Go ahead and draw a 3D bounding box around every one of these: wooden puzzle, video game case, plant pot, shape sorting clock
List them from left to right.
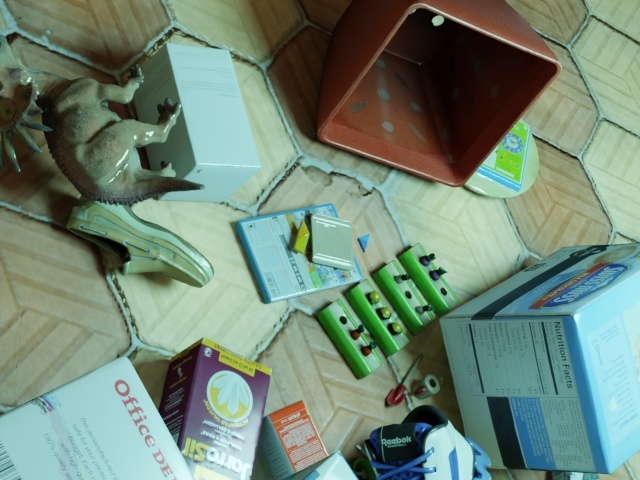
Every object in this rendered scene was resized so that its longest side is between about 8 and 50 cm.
[{"bbox_3d":[-0.027,0.016,1.707,0.166,0.015,0.119,-12,74,-38],"label":"video game case"},{"bbox_3d":[0.014,0.002,1.725,0.116,0.014,0.079,20,60,-25],"label":"wooden puzzle"},{"bbox_3d":[0.154,-0.280,1.875,0.267,0.267,0.236,18,39,-27],"label":"plant pot"},{"bbox_3d":[0.267,-0.159,2.038,0.206,0.040,0.206,11,62,-23],"label":"shape sorting clock"}]

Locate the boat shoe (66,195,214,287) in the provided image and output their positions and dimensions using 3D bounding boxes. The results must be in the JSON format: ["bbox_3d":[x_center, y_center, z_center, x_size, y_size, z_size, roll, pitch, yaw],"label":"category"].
[{"bbox_3d":[-0.223,0.015,1.528,0.190,0.068,0.072,31,61,-8],"label":"boat shoe"}]

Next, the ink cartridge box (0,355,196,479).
[{"bbox_3d":[-0.286,0.275,1.223,0.270,0.197,0.198,-24,82,-44],"label":"ink cartridge box"}]

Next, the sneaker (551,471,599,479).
[{"bbox_3d":[0.367,0.378,1.798,0.076,0.065,0.166,41,48,-20],"label":"sneaker"}]

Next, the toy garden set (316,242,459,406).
[{"bbox_3d":[0.136,0.128,1.759,0.244,0.049,0.204,-33,88,-45],"label":"toy garden set"}]

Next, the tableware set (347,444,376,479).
[{"bbox_3d":[0.061,0.340,1.593,0.104,0.024,0.154,43,46,-12],"label":"tableware set"}]

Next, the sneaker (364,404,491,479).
[{"bbox_3d":[0.113,0.326,1.538,0.182,0.127,0.315,56,32,-33],"label":"sneaker"}]

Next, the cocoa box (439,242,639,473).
[{"bbox_3d":[0.377,0.157,1.773,0.347,0.228,0.231,-23,102,-44],"label":"cocoa box"}]

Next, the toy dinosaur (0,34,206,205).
[{"bbox_3d":[-0.282,-0.116,1.476,0.295,0.127,0.200,45,45,13],"label":"toy dinosaur"}]

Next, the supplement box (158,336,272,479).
[{"bbox_3d":[-0.132,0.224,1.461,0.104,0.081,0.188,28,51,-25],"label":"supplement box"}]

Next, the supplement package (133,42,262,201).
[{"bbox_3d":[-0.165,-0.152,1.635,0.105,0.105,0.179,1,65,-40],"label":"supplement package"}]

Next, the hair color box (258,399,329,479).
[{"bbox_3d":[-0.019,0.284,1.504,0.053,0.093,0.167,-20,80,-22],"label":"hair color box"}]

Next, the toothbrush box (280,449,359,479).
[{"bbox_3d":[-0.093,0.356,1.266,0.216,0.295,0.126,-33,87,-44],"label":"toothbrush box"}]
